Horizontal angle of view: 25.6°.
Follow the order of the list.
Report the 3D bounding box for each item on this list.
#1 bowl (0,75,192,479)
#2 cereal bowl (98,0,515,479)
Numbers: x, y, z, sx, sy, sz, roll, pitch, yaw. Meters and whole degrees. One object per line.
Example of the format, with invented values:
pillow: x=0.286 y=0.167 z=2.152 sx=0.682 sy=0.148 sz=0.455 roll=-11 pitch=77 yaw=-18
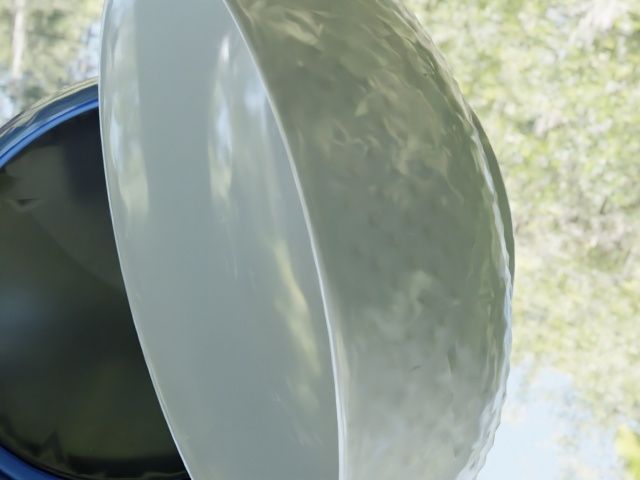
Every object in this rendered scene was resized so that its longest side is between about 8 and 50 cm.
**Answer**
bowl: x=-0.111 y=0.055 z=1.037 sx=0.391 sy=0.391 sz=0.077 roll=4 pitch=-159 yaw=-22
cereal bowl: x=0.000 y=0.000 z=0.732 sx=0.141 sy=0.339 sz=0.339 roll=-13 pitch=-142 yaw=-22
